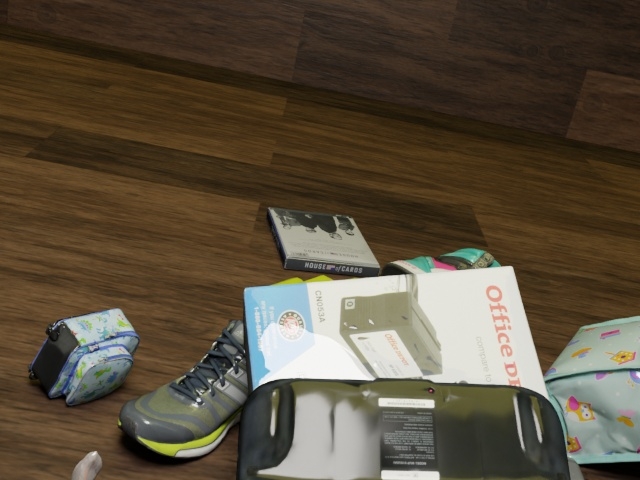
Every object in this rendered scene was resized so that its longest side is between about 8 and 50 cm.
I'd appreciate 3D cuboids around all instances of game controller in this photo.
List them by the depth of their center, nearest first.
[{"bbox_3d":[0.081,0.211,0.780,0.319,0.067,0.167,3,52,-5],"label":"game controller"}]

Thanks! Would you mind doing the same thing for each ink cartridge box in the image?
[{"bbox_3d":[0.077,0.161,0.902,0.307,0.129,0.223,-4,61,-8],"label":"ink cartridge box"}]

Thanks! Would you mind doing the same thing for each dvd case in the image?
[{"bbox_3d":[0.000,0.000,1.584,0.179,0.030,0.239,6,24,-15],"label":"dvd case"}]

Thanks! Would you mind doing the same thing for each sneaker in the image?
[{"bbox_3d":[-0.122,0.163,1.008,0.111,0.121,0.300,25,25,29],"label":"sneaker"},{"bbox_3d":[0.254,0.103,1.362,0.178,0.124,0.295,-14,31,-30],"label":"sneaker"}]

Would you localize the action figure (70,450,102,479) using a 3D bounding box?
[{"bbox_3d":[-0.164,0.316,0.655,0.330,0.179,0.341,40,8,38],"label":"action figure"}]

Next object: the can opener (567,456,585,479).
[{"bbox_3d":[0.254,0.286,0.968,0.095,0.076,0.283,13,24,-5],"label":"can opener"}]

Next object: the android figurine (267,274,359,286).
[{"bbox_3d":[0.014,0.123,1.261,0.248,0.056,0.272,25,25,28],"label":"android figurine"}]

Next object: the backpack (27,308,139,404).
[{"bbox_3d":[-0.278,0.142,1.010,0.084,0.105,0.114,47,34,19],"label":"backpack"}]

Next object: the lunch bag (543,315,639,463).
[{"bbox_3d":[0.455,0.181,1.092,0.262,0.160,0.223,-18,4,36],"label":"lunch bag"}]
